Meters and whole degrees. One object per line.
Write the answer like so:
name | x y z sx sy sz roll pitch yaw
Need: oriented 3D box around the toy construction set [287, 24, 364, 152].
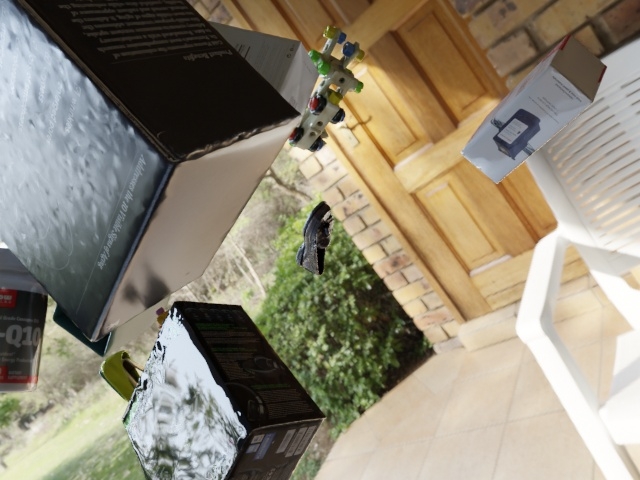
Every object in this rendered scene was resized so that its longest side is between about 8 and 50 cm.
toy construction set | -0.004 -0.348 1.300 0.328 0.151 0.215 117 154 -46

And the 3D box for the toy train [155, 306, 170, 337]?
toy train | -0.294 0.202 1.075 0.046 0.125 0.166 -45 -30 11

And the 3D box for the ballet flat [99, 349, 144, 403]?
ballet flat | -0.370 0.326 1.081 0.077 0.231 0.077 -44 -10 -1

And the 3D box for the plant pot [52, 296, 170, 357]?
plant pot | -0.471 0.133 1.237 0.234 0.165 0.166 -21 -42 -65

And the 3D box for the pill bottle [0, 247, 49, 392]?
pill bottle | -0.654 0.166 1.058 0.161 0.284 0.161 -1 -15 0

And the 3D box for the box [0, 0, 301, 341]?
box | -0.373 -0.172 0.880 0.297 0.472 0.480 -34 -12 -49

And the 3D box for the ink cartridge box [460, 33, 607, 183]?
ink cartridge box | 0.399 -0.244 0.975 0.172 0.100 0.237 -48 -1 -41

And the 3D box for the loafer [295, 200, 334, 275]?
loafer | 0.000 0.000 1.590 0.109 0.095 0.303 -40 -19 -34

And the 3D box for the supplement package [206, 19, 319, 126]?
supplement package | -0.150 -0.358 1.109 0.134 0.243 0.139 -68 -21 -5

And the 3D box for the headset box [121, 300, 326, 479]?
headset box | -0.164 0.260 0.773 0.131 0.283 0.247 11 -66 -43
